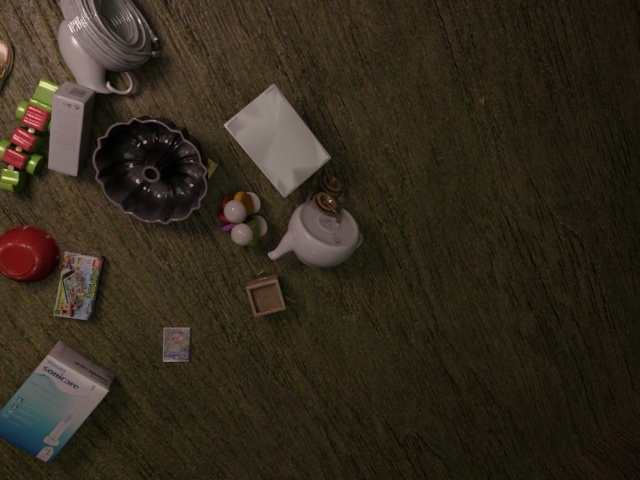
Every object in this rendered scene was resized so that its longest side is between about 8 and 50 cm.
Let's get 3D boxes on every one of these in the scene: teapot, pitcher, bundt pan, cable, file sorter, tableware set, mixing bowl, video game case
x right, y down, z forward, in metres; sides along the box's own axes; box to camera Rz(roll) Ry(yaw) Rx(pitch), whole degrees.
[{"bbox_3d":[0.000,0.000,1.593,0.256,0.252,0.187,29,133,2],"label":"teapot"},{"bbox_3d":[-0.640,-0.516,1.368,0.178,0.125,0.207,-11,113,-19],"label":"pitcher"},{"bbox_3d":[-0.483,-0.218,1.417,0.331,0.124,0.330,1,121,1],"label":"bundt pan"},{"bbox_3d":[-0.574,-0.589,1.300,0.089,0.257,0.257,-16,114,22],"label":"cable"},{"bbox_3d":[-0.143,-0.307,1.501,0.193,0.173,0.277,-41,108,-5],"label":"file sorter"},{"bbox_3d":[0.029,-0.159,1.574,0.128,0.194,0.039,31,132,-15],"label":"tableware set"},{"bbox_3d":[-0.886,0.050,1.421,0.182,0.098,0.181,-2,100,-14],"label":"mixing bowl"},{"bbox_3d":[-0.488,0.353,1.624,0.087,0.011,0.121,2,100,-15],"label":"video game case"}]

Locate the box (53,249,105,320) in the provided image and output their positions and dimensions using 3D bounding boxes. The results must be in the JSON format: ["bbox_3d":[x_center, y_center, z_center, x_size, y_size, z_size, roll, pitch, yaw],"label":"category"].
[{"bbox_3d":[-0.756,0.141,1.503,0.114,0.036,0.206,11,97,-16],"label":"box"}]

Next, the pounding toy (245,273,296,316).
[{"bbox_3d":[-0.167,0.188,1.641,0.141,0.100,0.130,-15,103,0],"label":"pounding toy"}]

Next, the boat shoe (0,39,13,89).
[{"bbox_3d":[-0.909,-0.479,1.334,0.063,0.059,0.169,19,96,-17],"label":"boat shoe"}]

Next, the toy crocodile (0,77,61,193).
[{"bbox_3d":[-0.831,-0.297,1.365,0.115,0.105,0.340,27,92,-17],"label":"toy crocodile"}]

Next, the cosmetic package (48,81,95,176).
[{"bbox_3d":[-0.699,-0.311,1.345,0.086,0.117,0.231,16,122,-17],"label":"cosmetic package"}]

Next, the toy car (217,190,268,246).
[{"bbox_3d":[-0.265,-0.065,1.546,0.136,0.159,0.181,-9,106,23],"label":"toy car"}]

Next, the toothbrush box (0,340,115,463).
[{"bbox_3d":[-0.836,0.504,1.505,0.216,0.126,0.295,39,90,-17],"label":"toothbrush box"}]

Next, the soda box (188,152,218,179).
[{"bbox_3d":[-0.411,-0.267,1.501,0.181,0.058,0.061,35,91,-18],"label":"soda box"}]
